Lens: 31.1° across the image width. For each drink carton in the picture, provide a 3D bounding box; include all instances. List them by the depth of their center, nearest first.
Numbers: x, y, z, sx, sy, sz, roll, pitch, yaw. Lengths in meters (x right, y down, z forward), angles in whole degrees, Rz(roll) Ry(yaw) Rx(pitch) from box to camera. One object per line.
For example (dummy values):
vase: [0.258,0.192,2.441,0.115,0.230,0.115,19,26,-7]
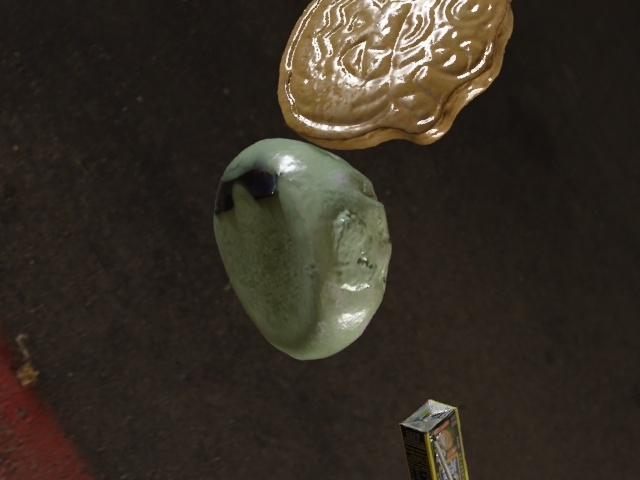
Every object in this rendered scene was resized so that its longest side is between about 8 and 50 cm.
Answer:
drink carton: [0.158,0.305,1.544,0.071,0.056,0.166,-31,119,-37]

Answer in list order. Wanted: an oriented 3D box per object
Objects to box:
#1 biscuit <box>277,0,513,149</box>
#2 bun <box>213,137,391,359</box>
biscuit: [0.109,-0.308,1.756,0.062,0.365,0.385,50,54,-51]
bun: [0.000,0.000,1.468,0.187,0.293,0.293,-20,85,-26]
